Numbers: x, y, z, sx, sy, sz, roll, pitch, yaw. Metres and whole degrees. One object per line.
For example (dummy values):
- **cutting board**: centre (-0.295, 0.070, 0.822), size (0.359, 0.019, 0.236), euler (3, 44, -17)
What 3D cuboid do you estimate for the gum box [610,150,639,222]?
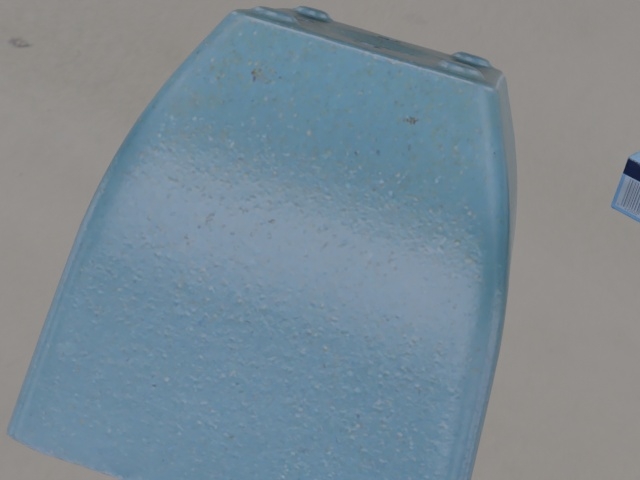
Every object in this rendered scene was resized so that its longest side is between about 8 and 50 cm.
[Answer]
- **gum box**: centre (0.303, -0.027, 0.730), size (0.157, 0.184, 0.041), euler (33, 129, 29)

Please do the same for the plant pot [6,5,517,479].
- **plant pot**: centre (0.000, 0.000, 0.667), size (0.247, 0.248, 0.252), euler (17, 104, 7)
